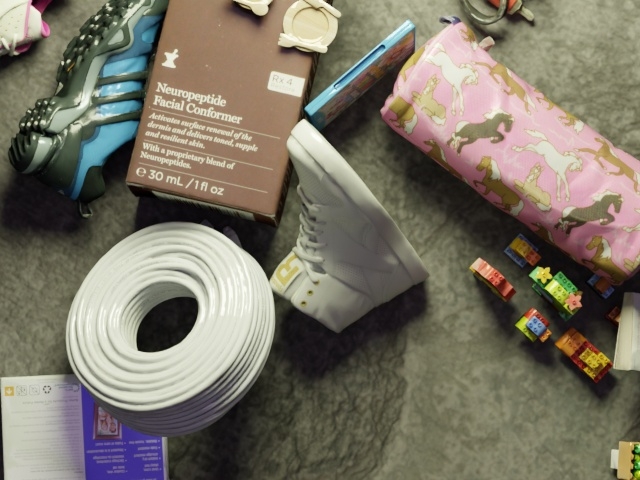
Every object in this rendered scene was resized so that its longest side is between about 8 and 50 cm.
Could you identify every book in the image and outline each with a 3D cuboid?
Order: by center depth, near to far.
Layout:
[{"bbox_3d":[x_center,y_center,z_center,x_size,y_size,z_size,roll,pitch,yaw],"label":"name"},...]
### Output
[{"bbox_3d":[0.432,0.118,1.938,0.144,0.035,0.096,9,85,-25],"label":"book"}]

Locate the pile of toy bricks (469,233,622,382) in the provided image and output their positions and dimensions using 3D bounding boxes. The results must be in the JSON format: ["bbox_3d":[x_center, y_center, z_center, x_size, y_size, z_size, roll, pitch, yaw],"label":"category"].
[{"bbox_3d":[0.292,0.072,1.934,0.212,0.105,0.118,43,88,3],"label":"pile of toy bricks"}]

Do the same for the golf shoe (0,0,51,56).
[{"bbox_3d":[-0.425,-0.265,1.966,0.140,0.115,0.306,41,89,0],"label":"golf shoe"}]

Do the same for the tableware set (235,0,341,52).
[{"bbox_3d":[-0.024,-0.313,1.873,0.141,0.020,0.168,28,87,1],"label":"tableware set"}]

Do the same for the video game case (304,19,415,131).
[{"bbox_3d":[0.050,-0.200,1.948,0.166,0.119,0.015,-40,83,-2],"label":"video game case"}]

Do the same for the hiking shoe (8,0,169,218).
[{"bbox_3d":[-0.262,-0.187,1.976,0.132,0.113,0.304,38,80,-27],"label":"hiking shoe"}]

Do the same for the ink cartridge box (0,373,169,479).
[{"bbox_3d":[-0.290,0.268,1.959,0.206,0.045,0.208,-3,84,0],"label":"ink cartridge box"}]

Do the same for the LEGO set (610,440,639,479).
[{"bbox_3d":[0.352,0.383,1.912,0.132,0.107,0.287,36,88,3],"label":"LEGO set"}]

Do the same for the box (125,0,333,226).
[{"bbox_3d":[-0.099,-0.223,1.944,0.191,0.143,0.381,12,85,1],"label":"box"}]

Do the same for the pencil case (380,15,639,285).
[{"bbox_3d":[0.263,-0.105,1.920,0.386,0.160,0.167,37,87,4],"label":"pencil case"}]

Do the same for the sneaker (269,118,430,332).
[{"bbox_3d":[0.000,0.000,1.881,0.169,0.108,0.292,-36,130,2],"label":"sneaker"}]

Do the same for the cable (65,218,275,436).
[{"bbox_3d":[-0.179,0.103,1.896,0.257,0.089,0.257,-36,56,-1],"label":"cable"}]

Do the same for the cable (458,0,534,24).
[{"bbox_3d":[0.167,-0.375,1.993,0.287,0.072,0.139,32,101,7],"label":"cable"}]
